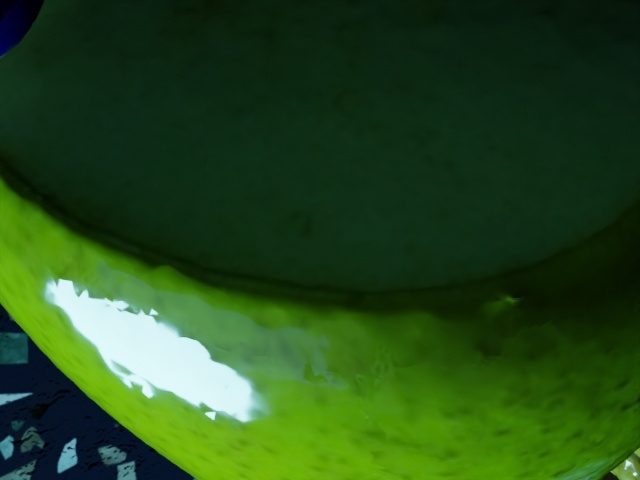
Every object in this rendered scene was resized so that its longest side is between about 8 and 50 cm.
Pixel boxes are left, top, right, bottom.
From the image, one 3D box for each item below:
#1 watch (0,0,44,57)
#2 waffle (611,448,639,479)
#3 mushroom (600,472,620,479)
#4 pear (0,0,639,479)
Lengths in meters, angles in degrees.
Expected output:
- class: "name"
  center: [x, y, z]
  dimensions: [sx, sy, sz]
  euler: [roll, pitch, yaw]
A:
- class: "watch"
  center: [-0.127, -0.187, 0.560]
  dimensions: [0.196, 0.171, 0.200]
  euler: [49, 173, 24]
- class: "waffle"
  center: [0.179, 0.095, 0.888]
  dimensions: [0.204, 0.054, 0.223]
  euler: [63, 170, 6]
- class: "mushroom"
  center: [0.105, 0.125, 1.114]
  dimensions: [0.297, 0.163, 0.278]
  euler: [37, 178, 18]
- class: "pear"
  center: [0.000, 0.000, 0.747]
  dimensions: [0.342, 0.238, 0.318]
  euler: [34, 160, 27]
